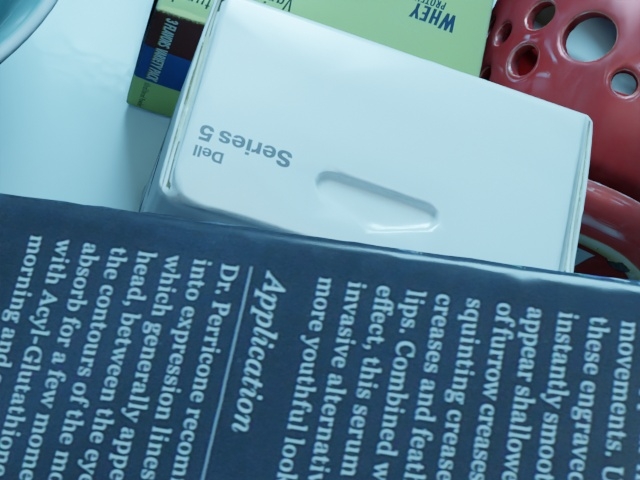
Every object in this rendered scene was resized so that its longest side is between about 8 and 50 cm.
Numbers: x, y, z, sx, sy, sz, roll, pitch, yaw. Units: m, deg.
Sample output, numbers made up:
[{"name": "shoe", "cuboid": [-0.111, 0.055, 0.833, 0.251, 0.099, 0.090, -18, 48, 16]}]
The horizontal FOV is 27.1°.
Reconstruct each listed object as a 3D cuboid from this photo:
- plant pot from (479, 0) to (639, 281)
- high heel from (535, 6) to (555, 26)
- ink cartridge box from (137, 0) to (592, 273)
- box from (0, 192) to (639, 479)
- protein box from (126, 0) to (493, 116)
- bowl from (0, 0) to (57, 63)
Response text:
[{"name": "plant pot", "cuboid": [0.178, -0.060, 0.850, 0.191, 0.191, 0.174, 23, 74, -7]}, {"name": "high heel", "cuboid": [0.257, -0.175, 0.966, 0.244, 0.082, 0.117, 26, 77, 8]}, {"name": "ink cartridge box", "cuboid": [0.000, 0.000, 0.732, 0.198, 0.273, 0.114, 17, 69, -9]}, {"name": "box", "cuboid": [-0.001, 0.142, 0.607, 0.396, 0.293, 0.212, 8, 70, 11]}, {"name": "protein box", "cuboid": [0.002, -0.173, 0.864, 0.200, 0.136, 0.201, 17, 68, -10]}, {"name": "bowl", "cuboid": [-0.295, -0.179, 0.773, 0.312, 0.163, 0.311, 4, 71, -13]}]
